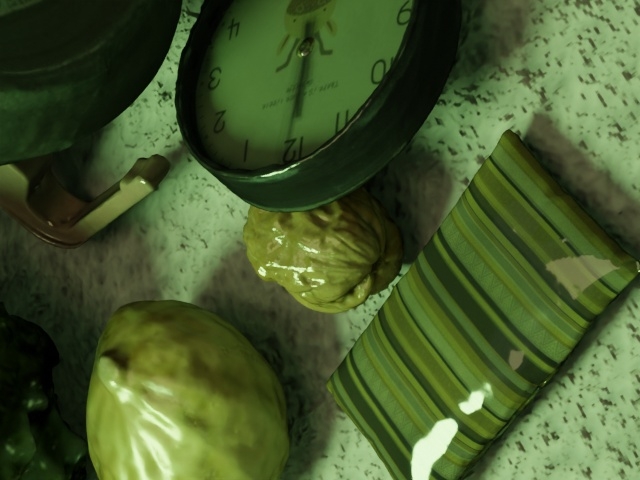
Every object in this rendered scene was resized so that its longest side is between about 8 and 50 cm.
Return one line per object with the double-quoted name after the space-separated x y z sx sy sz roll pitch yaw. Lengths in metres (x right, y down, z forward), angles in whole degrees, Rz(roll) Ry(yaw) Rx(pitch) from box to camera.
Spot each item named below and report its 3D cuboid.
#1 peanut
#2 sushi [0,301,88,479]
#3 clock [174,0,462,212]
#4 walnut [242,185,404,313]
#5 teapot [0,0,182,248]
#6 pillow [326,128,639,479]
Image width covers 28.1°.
-0.086 0.117 0.813 0.141 0.109 0.159 27 122 48 "peanut"
-0.321 0.183 0.927 0.294 0.178 0.351 12 120 18 "sushi"
-0.007 -0.107 0.719 0.185 0.040 0.184 -21 55 33 "clock"
0.000 0.000 0.743 0.096 0.079 0.082 24 108 38 "walnut"
-0.233 -0.123 0.817 0.300 0.253 0.344 42 153 -12 "teapot"
0.082 0.050 0.703 0.113 0.038 0.203 52 123 29 "pillow"
